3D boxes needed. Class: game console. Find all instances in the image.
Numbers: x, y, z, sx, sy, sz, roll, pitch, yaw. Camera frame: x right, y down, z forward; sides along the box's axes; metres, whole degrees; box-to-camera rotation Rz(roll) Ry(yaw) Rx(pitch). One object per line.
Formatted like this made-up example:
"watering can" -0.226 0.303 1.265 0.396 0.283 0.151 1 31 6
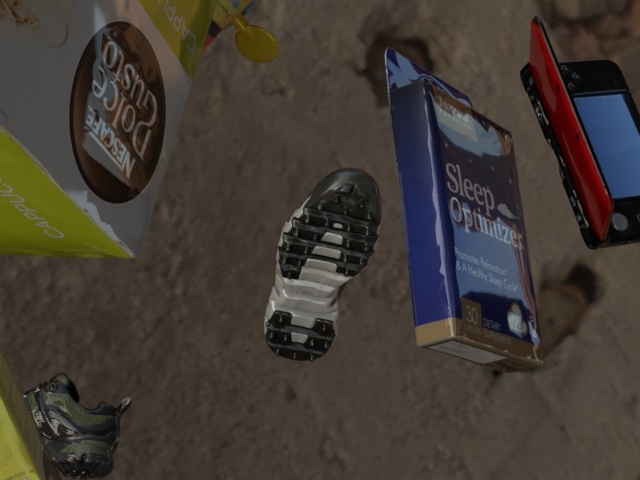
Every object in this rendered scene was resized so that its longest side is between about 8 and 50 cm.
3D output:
"game console" 0.197 -0.076 0.910 0.124 0.085 0.144 -8 70 -28

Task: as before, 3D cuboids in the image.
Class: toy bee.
"toy bee" -0.102 -0.306 1.490 0.195 0.162 0.298 25 80 -36

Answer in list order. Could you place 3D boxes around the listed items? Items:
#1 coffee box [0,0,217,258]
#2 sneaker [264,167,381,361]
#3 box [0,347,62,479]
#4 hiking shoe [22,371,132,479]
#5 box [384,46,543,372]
"coffee box" -0.308 -0.205 1.022 0.338 0.338 0.334 55 44 -55
"sneaker" 0.000 0.000 1.142 0.078 0.234 0.106 12 51 -6
"box" -0.285 0.200 1.225 0.087 0.058 0.232 -118 -172 -65
"hiking shoe" -0.343 0.215 1.617 0.226 0.086 0.114 12 58 9
"box" 0.104 -0.025 0.966 0.136 0.036 0.225 20 58 -53
